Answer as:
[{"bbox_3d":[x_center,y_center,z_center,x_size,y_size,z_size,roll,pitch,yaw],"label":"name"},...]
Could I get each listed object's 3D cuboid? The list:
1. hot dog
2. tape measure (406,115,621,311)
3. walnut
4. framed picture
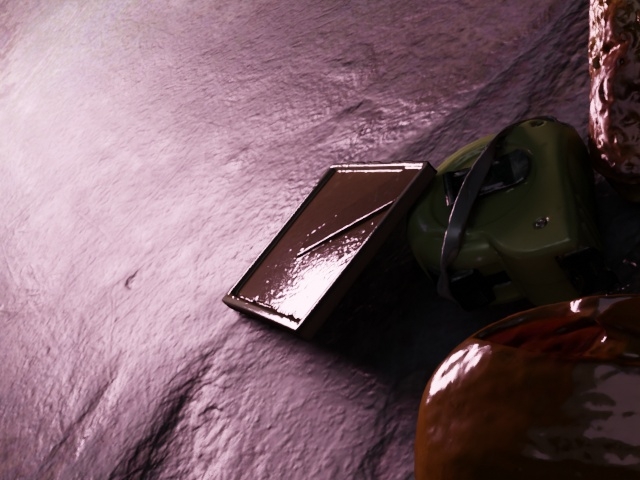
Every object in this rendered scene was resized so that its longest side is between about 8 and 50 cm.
[{"bbox_3d":[0.302,-0.151,1.028,0.175,0.114,0.259,1,82,31],"label":"hot dog"},{"bbox_3d":[0.158,-0.024,1.052,0.175,0.106,0.200,-19,40,24],"label":"tape measure"},{"bbox_3d":[0.198,0.138,0.789,0.298,0.203,0.203,-4,51,37],"label":"walnut"},{"bbox_3d":[0.001,0.001,1.170,0.192,0.018,0.265,-52,16,-9],"label":"framed picture"}]
